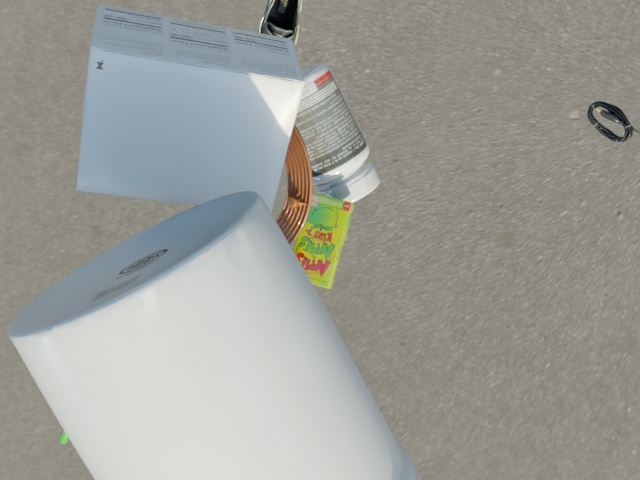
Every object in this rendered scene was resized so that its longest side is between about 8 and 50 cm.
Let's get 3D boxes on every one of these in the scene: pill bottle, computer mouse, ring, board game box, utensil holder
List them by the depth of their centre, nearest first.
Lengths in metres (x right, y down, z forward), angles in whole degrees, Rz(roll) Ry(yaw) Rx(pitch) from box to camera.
[{"bbox_3d":[-0.114,0.181,0.970,0.328,0.327,0.385,-20,105,25],"label":"utensil holder"},{"bbox_3d":[0.554,-0.167,1.421,0.242,0.041,0.071,25,119,18],"label":"computer mouse"},{"bbox_3d":[-0.154,-0.124,1.738,0.337,0.032,0.336,7,102,37],"label":"ring"},{"bbox_3d":[0.000,0.000,1.768,0.092,0.043,0.181,16,87,11],"label":"board game box"},{"bbox_3d":[0.004,-0.218,1.823,0.161,0.161,0.283,-20,108,25],"label":"pill bottle"}]

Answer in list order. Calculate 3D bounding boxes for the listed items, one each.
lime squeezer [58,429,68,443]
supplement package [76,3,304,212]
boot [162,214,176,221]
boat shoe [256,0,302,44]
[{"bbox_3d":[-0.505,0.300,1.724,0.110,0.059,0.310,29,133,42],"label":"lime squeezer"},{"bbox_3d":[-0.176,-0.168,1.135,0.262,0.145,0.204,7,123,-14],"label":"supplement package"},{"bbox_3d":[-0.238,0.036,1.252,0.262,0.203,0.095,-2,109,43],"label":"boot"},{"bbox_3d":[-0.079,-0.370,1.532,0.078,0.070,0.219,9,111,-9],"label":"boat shoe"}]
